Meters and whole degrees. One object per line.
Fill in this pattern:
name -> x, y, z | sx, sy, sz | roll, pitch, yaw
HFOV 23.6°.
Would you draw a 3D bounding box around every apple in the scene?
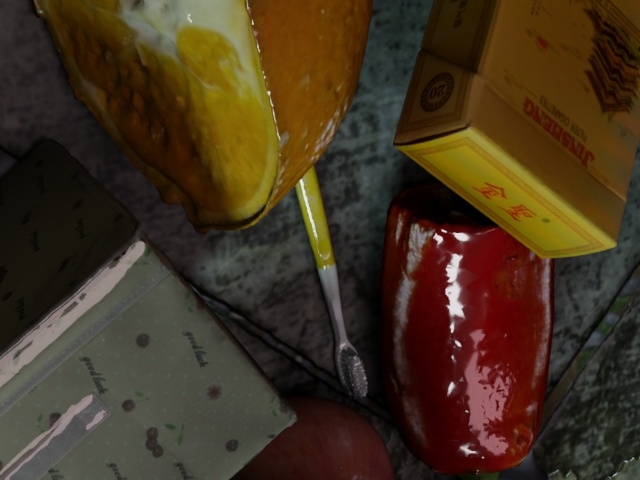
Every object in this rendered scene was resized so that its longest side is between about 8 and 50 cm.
apple -> -0.014, 0.195, 1.191 | 0.153, 0.120, 0.153 | -9, 110, -26

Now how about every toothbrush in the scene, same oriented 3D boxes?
toothbrush -> 0.000, 0.000, 1.184 | 0.021, 0.024, 0.288 | -23, 117, -18

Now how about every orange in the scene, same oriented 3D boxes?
orange -> -0.091, -0.179, 0.935 | 0.274, 0.274, 0.310 | -53, 129, -2

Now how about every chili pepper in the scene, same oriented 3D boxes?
chili pepper -> 0.118, 0.123, 1.230 | 0.134, 0.131, 0.338 | -23, 116, -47

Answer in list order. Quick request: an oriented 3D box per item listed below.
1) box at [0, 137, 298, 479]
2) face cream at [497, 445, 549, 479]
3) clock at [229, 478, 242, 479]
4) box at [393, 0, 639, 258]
box -> -0.210, 0.115, 0.994 | 0.297, 0.225, 0.190 | -40, 121, -8
face cream -> 0.135, 0.301, 1.326 | 0.092, 0.092, 0.311 | 7, 105, -30
clock -> -0.049, 0.305, 1.140 | 0.319, 0.080, 0.318 | 9, 120, 15
box -> 0.164, -0.148, 1.118 | 0.174, 0.076, 0.274 | 33, 61, -33
